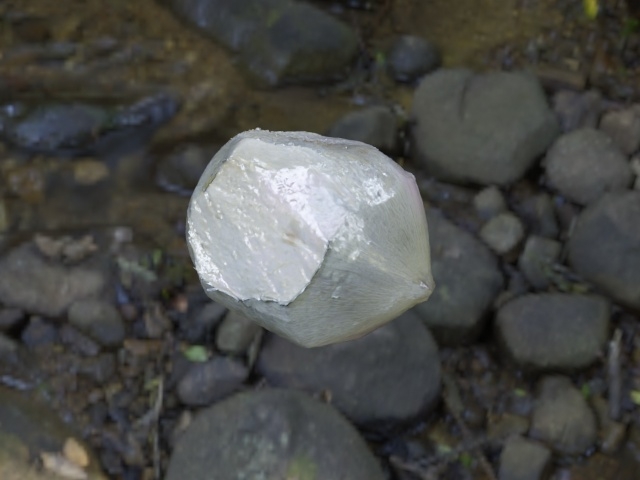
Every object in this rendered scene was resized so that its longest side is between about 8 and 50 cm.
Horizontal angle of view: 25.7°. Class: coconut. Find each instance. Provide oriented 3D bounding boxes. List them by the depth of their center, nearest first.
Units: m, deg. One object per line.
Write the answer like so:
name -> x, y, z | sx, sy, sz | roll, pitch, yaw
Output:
coconut -> 0.000, 0.000, 0.686 | 0.124, 0.110, 0.110 | 21, 43, 25
